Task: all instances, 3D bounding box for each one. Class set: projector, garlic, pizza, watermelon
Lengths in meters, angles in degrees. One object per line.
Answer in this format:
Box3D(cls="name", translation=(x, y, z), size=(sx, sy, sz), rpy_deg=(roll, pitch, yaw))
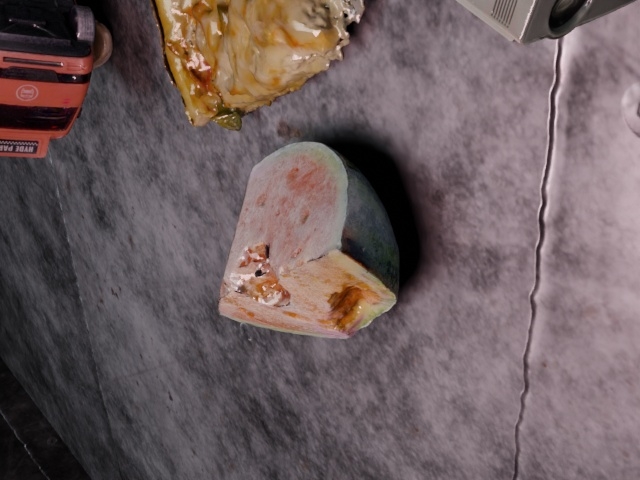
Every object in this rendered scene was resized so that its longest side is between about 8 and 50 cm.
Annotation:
Box3D(cls="projector", translation=(0.160, -0.203, 0.628), size=(0.115, 0.147, 0.061), rpy_deg=(46, 146, 29))
Box3D(cls="garlic", translation=(-0.388, -0.328, 1.460), size=(0.113, 0.074, 0.094), rpy_deg=(19, 111, 43))
Box3D(cls="pizza", translation=(-0.134, -0.301, 1.082), size=(0.435, 0.080, 0.392), rpy_deg=(58, 150, 19))
Box3D(cls="watermelon", translation=(0.005, 0.003, 1.052), size=(0.175, 0.188, 0.322), rpy_deg=(28, 157, -30))

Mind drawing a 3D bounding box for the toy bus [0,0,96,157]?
Box3D(cls="toy bus", translation=(-0.508, -0.336, 1.399), size=(0.427, 0.203, 0.233), rpy_deg=(60, 138, 41))
